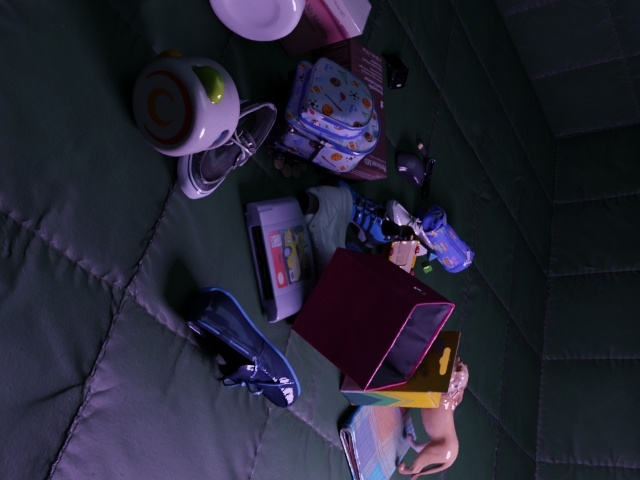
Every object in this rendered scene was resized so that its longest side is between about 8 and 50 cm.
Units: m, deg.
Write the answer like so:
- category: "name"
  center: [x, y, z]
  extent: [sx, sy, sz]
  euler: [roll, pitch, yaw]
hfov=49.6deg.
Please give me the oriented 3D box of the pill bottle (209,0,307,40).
- category: "pill bottle"
  center: [-0.107, -0.702, 1.692]
  extent: [0.229, 0.229, 0.407]
  euler: [49, 46, -40]

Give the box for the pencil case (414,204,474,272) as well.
- category: "pencil case"
  center: [0.449, 0.001, 2.494]
  extent: [0.119, 0.133, 0.306]
  euler: [-56, 133, -13]

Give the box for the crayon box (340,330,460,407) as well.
- category: "crayon box"
  center: [0.232, 0.354, 1.915]
  extent: [0.081, 0.319, 0.202]
  euler: [56, 42, -37]

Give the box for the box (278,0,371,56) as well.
- category: "box"
  center: [-0.008, -0.603, 1.820]
  extent: [0.148, 0.232, 0.126]
  euler: [50, 45, -39]

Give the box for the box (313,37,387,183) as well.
- category: "box"
  center: [0.086, -0.371, 2.009]
  extent: [0.191, 0.143, 0.381]
  euler: [9, 78, -56]

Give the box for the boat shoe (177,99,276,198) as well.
- category: "boat shoe"
  center: [-0.203, -0.224, 1.549]
  extent: [0.121, 0.119, 0.335]
  euler: [58, 40, -32]

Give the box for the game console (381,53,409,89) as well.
- category: "game console"
  center: [0.254, -0.591, 2.423]
  extent: [0.122, 0.071, 0.107]
  euler: [-25, 135, -55]

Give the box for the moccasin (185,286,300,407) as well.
- category: "moccasin"
  center: [-0.181, 0.255, 1.506]
  extent: [0.342, 0.138, 0.116]
  euler: [51, 47, -18]

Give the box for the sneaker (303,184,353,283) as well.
- category: "sneaker"
  center: [0.000, 0.000, 1.857]
  extent: [0.152, 0.114, 0.304]
  euler: [6, 84, -27]

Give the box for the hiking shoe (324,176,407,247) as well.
- category: "hiking shoe"
  center: [0.126, -0.094, 2.010]
  extent: [0.304, 0.132, 0.113]
  euler: [41, 51, -40]

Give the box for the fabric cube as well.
- category: "fabric cube"
  center: [0.136, 0.194, 1.760]
  extent: [0.254, 0.258, 0.259]
  euler: [9, 113, -57]

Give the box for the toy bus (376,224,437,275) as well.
- category: "toy bus"
  center: [0.243, 0.046, 2.185]
  extent: [0.191, 0.202, 0.104]
  euler: [41, 21, -37]

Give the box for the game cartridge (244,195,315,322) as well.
- category: "game cartridge"
  center: [-0.092, 0.040, 1.731]
  extent: [0.196, 0.060, 0.294]
  euler: [-18, 99, -61]

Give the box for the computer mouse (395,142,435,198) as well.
- category: "computer mouse"
  center: [0.354, -0.278, 2.467]
  extent: [0.262, 0.060, 0.184]
  euler: [35, 56, -49]

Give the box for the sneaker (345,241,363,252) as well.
- category: "sneaker"
  center: [0.111, 0.122, 2.009]
  extent: [0.081, 0.090, 0.232]
  euler: [-15, 75, -56]

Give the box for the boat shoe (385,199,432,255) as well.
- category: "boat shoe"
  center: [0.301, -0.047, 2.316]
  extent: [0.258, 0.084, 0.095]
  euler: [50, 45, -40]

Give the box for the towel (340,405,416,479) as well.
- category: "towel"
  center: [0.181, 0.571, 2.052]
  extent: [0.370, 0.040, 0.271]
  euler: [-33, 112, -54]

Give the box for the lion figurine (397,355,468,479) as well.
- category: "lion figurine"
  center: [0.344, 0.535, 2.062]
  extent: [0.142, 0.240, 0.391]
  euler: [-13, 94, -59]

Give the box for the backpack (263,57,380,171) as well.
- category: "backpack"
  center: [0.025, -0.312, 1.762]
  extent: [0.263, 0.213, 0.276]
  euler: [28, 59, -24]

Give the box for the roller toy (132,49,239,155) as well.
- category: "roller toy"
  center: [-0.268, -0.273, 1.398]
  extent: [0.146, 0.209, 0.191]
  euler: [-26, 133, -55]

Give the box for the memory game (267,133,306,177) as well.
- category: "memory game"
  center: [-0.086, -0.255, 1.835]
  extent: [0.186, 0.012, 0.186]
  euler: [15, 72, -55]
